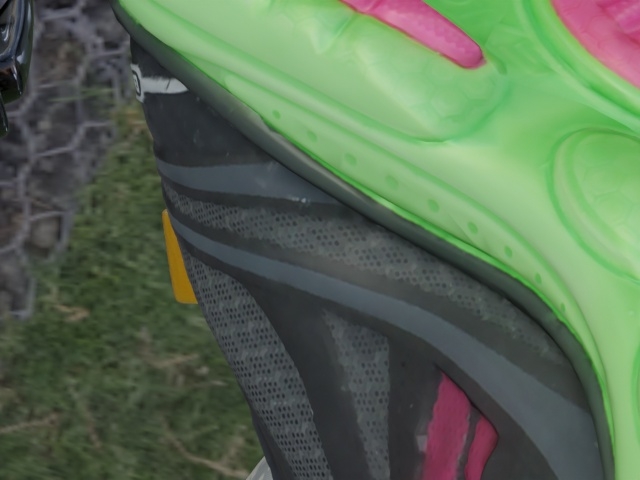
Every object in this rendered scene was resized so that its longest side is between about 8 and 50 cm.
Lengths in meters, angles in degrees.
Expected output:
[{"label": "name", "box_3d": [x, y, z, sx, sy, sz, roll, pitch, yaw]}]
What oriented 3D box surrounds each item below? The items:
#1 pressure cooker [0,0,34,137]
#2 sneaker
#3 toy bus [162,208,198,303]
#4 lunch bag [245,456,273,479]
[{"label": "pressure cooker", "box_3d": [-0.459, -0.204, 1.490, 0.420, 0.375, 0.370, -21, 111, -12]}, {"label": "sneaker", "box_3d": [0.095, 0.053, 0.519, 0.185, 0.483, 0.202, -20, 141, -20]}, {"label": "toy bus", "box_3d": [0.000, 0.000, 1.894, 0.130, 0.332, 0.108, -32, 115, -71]}, {"label": "lunch bag", "box_3d": [0.096, 0.116, 0.845, 0.256, 0.212, 0.305, 5, 132, -45]}]
